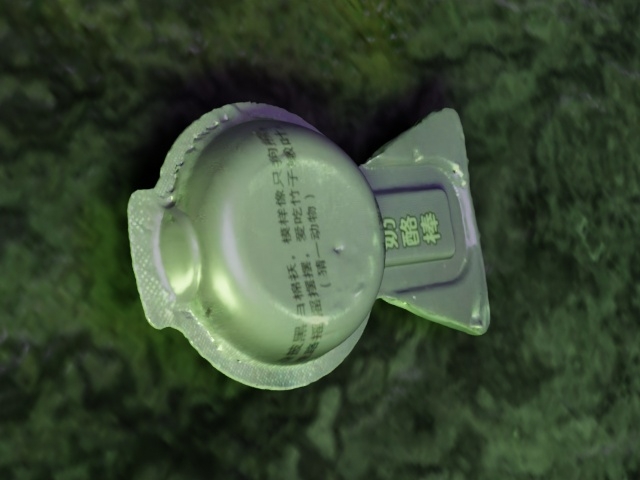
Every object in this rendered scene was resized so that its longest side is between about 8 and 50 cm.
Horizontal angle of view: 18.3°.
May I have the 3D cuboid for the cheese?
[{"bbox_3d":[0.000,0.000,0.739,0.191,0.042,0.105,-5,85,-47],"label":"cheese"}]
